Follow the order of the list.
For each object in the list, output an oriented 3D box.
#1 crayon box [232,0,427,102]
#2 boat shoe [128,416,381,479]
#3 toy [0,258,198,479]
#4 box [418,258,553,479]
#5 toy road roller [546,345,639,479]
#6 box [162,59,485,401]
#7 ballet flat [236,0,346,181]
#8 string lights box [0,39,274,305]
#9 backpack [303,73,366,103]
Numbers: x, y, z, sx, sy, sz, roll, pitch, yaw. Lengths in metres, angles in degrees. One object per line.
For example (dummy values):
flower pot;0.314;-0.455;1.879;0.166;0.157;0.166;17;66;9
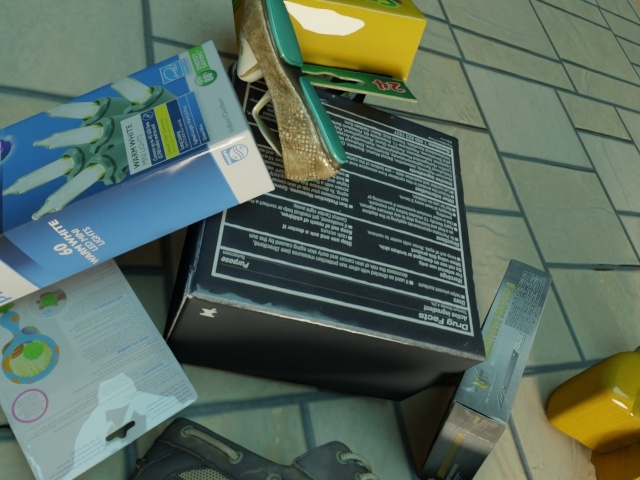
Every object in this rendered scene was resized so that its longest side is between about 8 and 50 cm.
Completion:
crayon box;-0.001;-0.289;0.649;0.202;0.081;0.319;3;42;-17
boat shoe;0.003;0.230;0.432;0.355;0.132;0.130;14;57;8
toy;-0.235;0.090;0.495;0.136;0.056;0.237;-29;73;-27
box;0.199;0.163;0.636;0.056;0.183;0.231;23;47;19
toy road roller;0.483;0.226;0.769;0.240;0.202;0.329;33;51;3
box;0.000;0.000;0.605;0.296;0.183;0.294;15;54;-17
ballet flat;-0.043;-0.150;0.499;0.073;0.067;0.206;-5;74;-69
string lights box;-0.185;-0.060;0.460;0.259;0.077;0.133;-24;55;-2
backpack;0.002;-0.219;0.767;0.116;0.158;0.173;30;51;11
